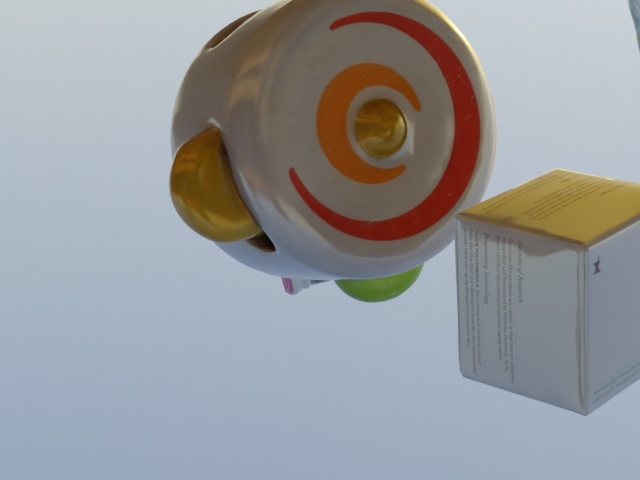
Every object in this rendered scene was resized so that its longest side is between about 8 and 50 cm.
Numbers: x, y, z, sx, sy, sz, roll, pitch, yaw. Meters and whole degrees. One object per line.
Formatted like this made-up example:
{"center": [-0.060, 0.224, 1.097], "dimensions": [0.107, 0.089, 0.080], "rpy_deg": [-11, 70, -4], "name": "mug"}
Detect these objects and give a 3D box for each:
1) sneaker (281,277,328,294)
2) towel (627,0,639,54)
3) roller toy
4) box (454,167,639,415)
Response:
{"center": [0.000, 0.000, 1.167], "dimensions": [0.075, 0.063, 0.170], "rpy_deg": [-14, -169, 0], "name": "sneaker"}
{"center": [0.427, -0.183, 1.569], "dimensions": [0.090, 0.374, 0.320], "rpy_deg": [-16, -165, -3], "name": "towel"}
{"center": [0.009, -0.070, 0.937], "dimensions": [0.209, 0.191, 0.146], "rpy_deg": [19, 171, -24], "name": "roller toy"}
{"center": [0.138, 0.025, 0.792], "dimensions": [0.087, 0.102, 0.101], "rpy_deg": [14, -153, 41], "name": "box"}
